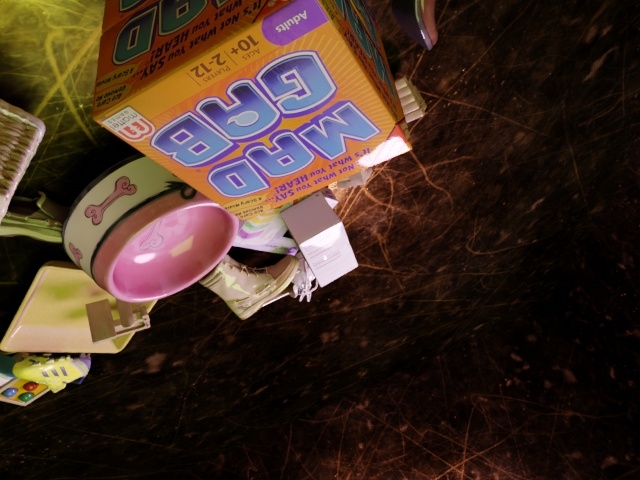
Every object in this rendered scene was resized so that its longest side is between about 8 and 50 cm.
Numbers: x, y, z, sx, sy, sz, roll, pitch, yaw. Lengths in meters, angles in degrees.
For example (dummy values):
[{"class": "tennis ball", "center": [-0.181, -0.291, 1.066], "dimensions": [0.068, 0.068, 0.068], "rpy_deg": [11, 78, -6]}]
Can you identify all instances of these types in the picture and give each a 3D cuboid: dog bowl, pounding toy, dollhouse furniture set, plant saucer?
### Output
[{"class": "dog bowl", "center": [-0.371, -0.017, 1.190], "dimensions": [0.408, 0.150, 0.408], "rpy_deg": [-33, 157, -16]}, {"class": "pounding toy", "center": [-0.864, 0.379, 1.449], "dimensions": [0.181, 0.094, 0.206], "rpy_deg": [-33, 145, 3]}, {"class": "dollhouse furniture set", "center": [-0.532, 0.243, 1.360], "dimensions": [0.144, 0.123, 0.151], "rpy_deg": [-15, 141, -21]}, {"class": "plant saucer", "center": [-0.643, 0.175, 1.373], "dimensions": [0.333, 0.081, 0.333], "rpy_deg": [13, 126, -45]}]

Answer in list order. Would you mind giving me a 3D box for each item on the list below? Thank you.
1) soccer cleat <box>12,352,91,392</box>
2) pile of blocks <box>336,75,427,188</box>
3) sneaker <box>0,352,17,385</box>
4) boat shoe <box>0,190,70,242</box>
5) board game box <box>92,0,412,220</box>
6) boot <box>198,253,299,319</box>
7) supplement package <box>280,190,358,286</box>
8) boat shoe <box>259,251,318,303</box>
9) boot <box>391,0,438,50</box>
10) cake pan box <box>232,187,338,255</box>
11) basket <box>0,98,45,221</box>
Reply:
[{"class": "soccer cleat", "center": [-0.751, 0.377, 1.427], "dimensions": [0.093, 0.121, 0.289], "rpy_deg": [10, 173, 9]}, {"class": "pile of blocks", "center": [0.143, -0.298, 1.369], "dimensions": [0.362, 0.149, 0.112], "rpy_deg": [-50, -176, 38]}, {"class": "sneaker", "center": [-0.911, 0.312, 1.306], "dimensions": [0.092, 0.087, 0.228], "rpy_deg": [-33, 123, 8]}, {"class": "boat shoe", "center": [-0.611, -0.057, 1.109], "dimensions": [0.257, 0.095, 0.095], "rpy_deg": [2, 127, -36]}, {"class": "board game box", "center": [-0.103, -0.311, 0.856], "dimensions": [0.356, 0.356, 0.356], "rpy_deg": [-21, 148, 21]}, {"class": "boot", "center": [-0.213, 0.093, 1.517], "dimensions": [0.262, 0.095, 0.203], "rpy_deg": [-40, 114, 9]}, {"class": "supplement package", "center": [0.000, 0.000, 1.462], "dimensions": [0.134, 0.139, 0.244], "rpy_deg": [-30, 144, -4]}, {"class": "boat shoe", "center": [-0.082, 0.140, 1.666], "dimensions": [0.367, 0.156, 0.136], "rpy_deg": [-19, 143, -15]}, {"class": "boot", "center": [0.247, -0.518, 0.905], "dimensions": [0.280, 0.096, 0.264], "rpy_deg": [-39, 136, 2]}, {"class": "cake pan box", "center": [-0.111, -0.071, 1.469], "dimensions": [0.267, 0.070, 0.246], "rpy_deg": [13, 128, -46]}, {"class": "basket", "center": [-0.688, -0.091, 0.817], "dimensions": [0.328, 0.266, 0.331], "rpy_deg": [25, 117, -35]}]
